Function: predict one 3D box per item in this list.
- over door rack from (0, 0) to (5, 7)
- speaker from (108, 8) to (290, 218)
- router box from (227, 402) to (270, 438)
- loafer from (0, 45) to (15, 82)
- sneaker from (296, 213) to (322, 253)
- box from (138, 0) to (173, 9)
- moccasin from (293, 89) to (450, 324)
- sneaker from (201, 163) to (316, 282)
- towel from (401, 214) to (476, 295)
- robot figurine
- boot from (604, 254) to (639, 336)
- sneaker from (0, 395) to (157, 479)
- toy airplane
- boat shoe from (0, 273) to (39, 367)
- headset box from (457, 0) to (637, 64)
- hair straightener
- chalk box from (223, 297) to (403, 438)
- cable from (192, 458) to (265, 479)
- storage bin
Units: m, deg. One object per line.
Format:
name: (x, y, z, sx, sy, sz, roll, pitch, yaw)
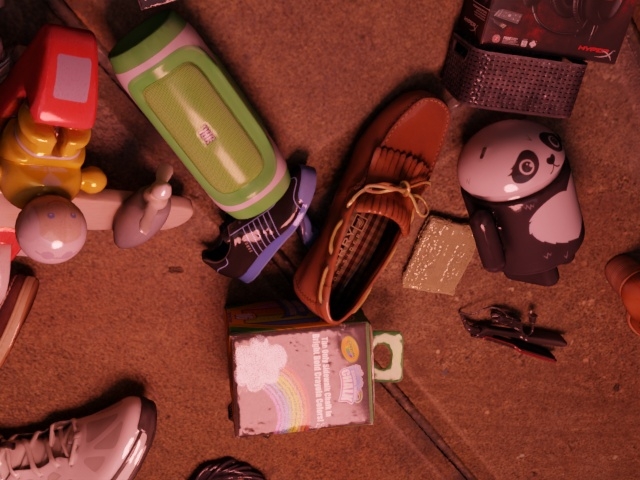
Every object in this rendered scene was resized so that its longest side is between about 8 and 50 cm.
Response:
over door rack: (-0.553, -0.404, 0.911, 0.324, 0.108, 0.240, 3, 119, -13)
speaker: (-0.164, -0.172, 1.106, 0.131, 0.131, 0.296, -32, 120, 7)
router box: (-0.098, 0.297, 1.431, 0.092, 0.038, 0.122, 34, 108, -24)
loafer: (-0.457, -0.215, 1.073, 0.125, 0.045, 0.039, -37, 126, 7)
sneaker: (0.000, 0.000, 1.278, 0.059, 0.053, 0.144, -29, 125, -1)
box: (-0.189, -0.408, 0.996, 0.147, 0.077, 0.180, -17, 120, -1)
moccasin: (0.087, -0.050, 1.185, 0.139, 0.147, 0.380, 32, 92, -30)
sneaker: (-0.098, -0.033, 1.222, 0.090, 0.081, 0.232, 24, 113, -30)
towel: (0.207, 0.027, 1.346, 0.110, 0.027, 0.148, 11, 117, -16)
robot figurine: (0.322, -0.058, 1.234, 0.173, 0.209, 0.278, -17, 122, 14)
boot: (0.638, 0.162, 1.392, 0.109, 0.220, 0.283, -36, 119, 9)
sneaker: (-0.500, 0.383, 1.324, 0.447, 0.169, 0.257, -41, 120, 15)
toy airplane: (-0.394, -0.053, 1.037, 0.386, 0.272, 0.384, -31, 142, -8)
boat shoe: (-0.569, 0.178, 1.228, 0.123, 0.123, 0.342, 33, 108, -19)
headset box: (0.340, -0.412, 1.077, 0.218, 0.110, 0.293, 5, 118, -13)
hair straightener: (0.361, 0.158, 1.446, 0.230, 0.047, 0.089, 20, 113, -16)
chalk box: (-0.008, 0.199, 1.293, 0.288, 0.179, 0.180, -4, 101, -9)
cable: (-0.174, 0.499, 1.531, 0.184, 0.047, 0.150, 30, 105, -21)
storage bin: (0.283, -0.246, 1.152, 0.180, 0.122, 0.084, 5, 117, -14)
